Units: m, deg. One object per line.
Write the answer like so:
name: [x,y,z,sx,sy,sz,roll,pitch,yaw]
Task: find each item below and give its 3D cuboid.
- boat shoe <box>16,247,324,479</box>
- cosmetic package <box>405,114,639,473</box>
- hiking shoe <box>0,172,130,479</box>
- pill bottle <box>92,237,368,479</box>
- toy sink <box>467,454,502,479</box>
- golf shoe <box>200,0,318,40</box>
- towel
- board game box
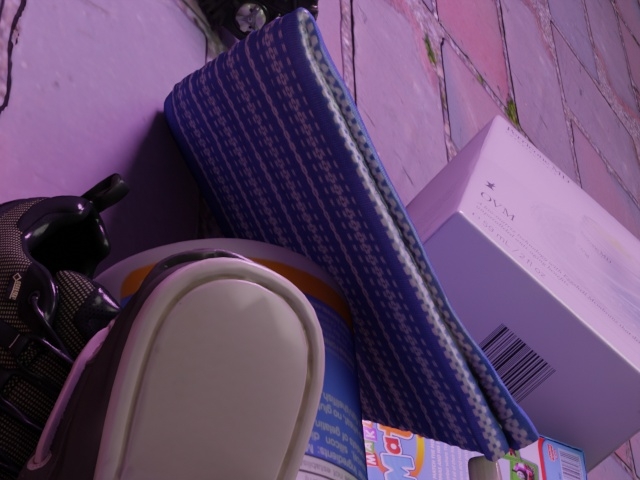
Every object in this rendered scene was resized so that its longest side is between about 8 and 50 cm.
boat shoe: [-0.087,0.164,0.537,0.112,0.095,0.335,23,80,-17]
cosmetic package: [0.171,0.045,1.147,0.224,0.138,0.225,41,27,-6]
hiking shoe: [-0.138,0.062,0.604,0.086,0.114,0.227,43,34,-41]
pill bottle: [-0.048,0.148,0.667,0.152,0.152,0.272,39,36,-46]
toy sink: [0.052,0.238,0.749,0.234,0.131,0.153,71,12,-55]
golf shoe: [-0.066,-0.276,1.073,0.273,0.105,0.120,66,17,-3]
towel: [0.000,0.000,0.803,0.243,0.040,0.336,62,-15,-7]
board game box: [0.103,0.191,0.972,0.211,0.039,0.160,23,43,-23]
